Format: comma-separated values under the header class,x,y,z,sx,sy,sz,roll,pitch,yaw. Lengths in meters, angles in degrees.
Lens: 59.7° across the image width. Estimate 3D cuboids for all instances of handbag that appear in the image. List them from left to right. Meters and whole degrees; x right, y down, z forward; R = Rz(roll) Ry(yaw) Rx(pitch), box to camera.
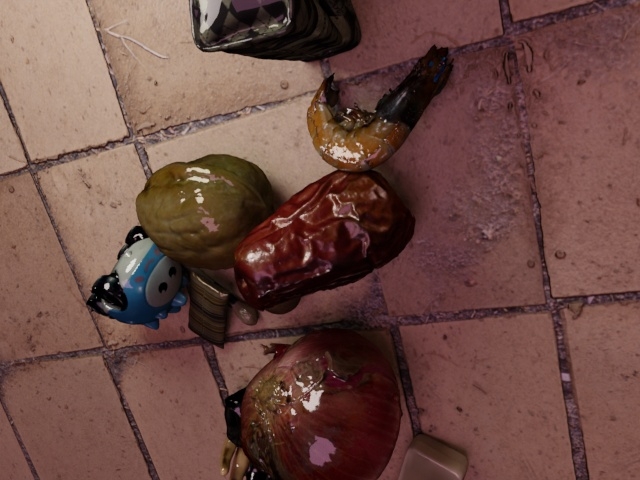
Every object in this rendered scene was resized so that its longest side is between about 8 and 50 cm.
class,x,y,z,sx,sy,sz,roll,pitch,yaw
handbag,-0.071,-0.437,0.831,0.180,0.416,0.317,-9,102,18

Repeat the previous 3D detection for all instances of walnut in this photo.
class,x,y,z,sx,sy,sz,roll,pitch,yaw
walnut,-0.223,-0.053,1.122,0.282,0.227,0.283,12,146,8

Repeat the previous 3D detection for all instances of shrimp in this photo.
class,x,y,z,sx,sy,sz,roll,pitch,yaw
shrimp,0.096,-0.258,1.000,0.290,0.054,0.222,-46,57,2

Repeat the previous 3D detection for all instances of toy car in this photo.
class,x,y,z,sx,sy,sz,roll,pitch,yaw
toy car,-0.388,0.100,1.242,0.190,0.189,0.255,32,146,-12

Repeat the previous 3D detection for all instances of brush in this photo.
class,x,y,z,sx,sy,sz,roll,pitch,yaw
brush,-0.260,0.095,1.294,0.299,0.042,0.039,39,134,7

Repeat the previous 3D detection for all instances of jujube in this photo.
class,x,y,z,sx,sy,sz,roll,pitch,yaw
jujube,0.000,0.000,1.012,0.342,0.216,0.216,-31,98,-13

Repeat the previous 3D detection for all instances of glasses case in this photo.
class,x,y,z,sx,sy,sz,roll,pitch,yaw
glasses case,0.231,0.598,1.264,0.131,0.070,0.313,22,115,25

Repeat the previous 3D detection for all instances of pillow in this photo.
class,x,y,z,sx,sy,sz,roll,pitch,yaw
pillow,-0.262,0.165,1.288,0.113,0.038,0.203,28,133,17

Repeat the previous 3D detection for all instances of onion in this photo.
class,x,y,z,sx,sy,sz,roll,pitch,yaw
onion,-0.004,0.341,1.135,0.353,0.353,0.354,6,111,17

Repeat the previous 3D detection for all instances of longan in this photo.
class,x,y,z,sx,sy,sz,roll,pitch,yaw
longan,-0.093,0.104,1.201,0.113,0.092,0.113,6,109,18

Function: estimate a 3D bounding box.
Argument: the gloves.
class,x,y,z,sx,sy,sz,roll,pitch,yaw
gloves,-0.143,0.507,1.327,0.197,0.152,0.301,6,86,24
